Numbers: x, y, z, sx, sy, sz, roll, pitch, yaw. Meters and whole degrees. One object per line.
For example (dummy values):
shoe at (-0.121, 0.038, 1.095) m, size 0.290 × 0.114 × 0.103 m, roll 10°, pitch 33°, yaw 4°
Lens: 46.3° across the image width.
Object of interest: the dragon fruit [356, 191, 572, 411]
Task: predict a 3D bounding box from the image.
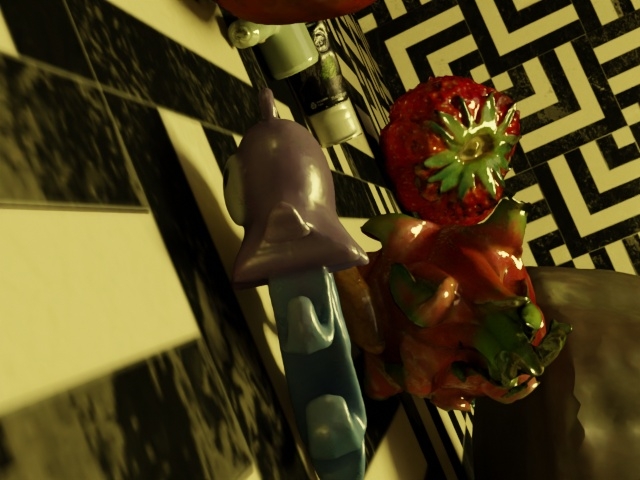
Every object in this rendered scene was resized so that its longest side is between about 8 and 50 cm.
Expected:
dragon fruit at (0.092, 0.043, 0.490) m, size 0.236 × 0.135 × 0.137 m, roll 130°, pitch -47°, yaw -76°

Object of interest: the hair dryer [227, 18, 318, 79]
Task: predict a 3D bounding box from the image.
hair dryer at (-0.045, -0.171, 0.621) m, size 0.082 × 0.047 × 0.137 m, roll 64°, pitch 18°, yaw -15°

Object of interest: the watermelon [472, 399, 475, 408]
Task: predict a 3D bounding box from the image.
watermelon at (0.224, 0.180, 1.110) m, size 0.094 × 0.081 × 0.180 m, roll 29°, pitch -36°, yaw 66°

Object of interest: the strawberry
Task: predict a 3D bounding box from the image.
strawberry at (0.208, -0.157, 1.304) m, size 0.238 × 0.250 × 0.288 m, roll 26°, pitch 2°, yaw -17°

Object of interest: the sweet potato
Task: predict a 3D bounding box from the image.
sweet potato at (-0.001, -0.002, 0.489) m, size 0.044 × 0.044 × 0.179 m, roll 47°, pitch 16°, yaw -58°

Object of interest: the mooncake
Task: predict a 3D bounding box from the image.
mooncake at (0.223, 0.172, 0.625) m, size 0.306 × 0.154 × 0.306 m, roll -179°, pitch -90°, yaw -86°

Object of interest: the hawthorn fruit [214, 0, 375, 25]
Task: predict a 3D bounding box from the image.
hawthorn fruit at (-0.017, -0.243, 0.511) m, size 0.250 × 0.215 × 0.215 m, roll -52°, pitch 125°, yaw -36°

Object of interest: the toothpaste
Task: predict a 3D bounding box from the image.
toothpaste at (-0.016, -0.188, 0.749) m, size 0.194 × 0.071 × 0.045 m, roll 69°, pitch -16°, yaw -10°

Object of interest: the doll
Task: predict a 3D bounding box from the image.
doll at (-0.007, 0.027, 0.360) m, size 0.110 × 0.067 × 0.206 m, roll 104°, pitch -26°, yaw -87°
